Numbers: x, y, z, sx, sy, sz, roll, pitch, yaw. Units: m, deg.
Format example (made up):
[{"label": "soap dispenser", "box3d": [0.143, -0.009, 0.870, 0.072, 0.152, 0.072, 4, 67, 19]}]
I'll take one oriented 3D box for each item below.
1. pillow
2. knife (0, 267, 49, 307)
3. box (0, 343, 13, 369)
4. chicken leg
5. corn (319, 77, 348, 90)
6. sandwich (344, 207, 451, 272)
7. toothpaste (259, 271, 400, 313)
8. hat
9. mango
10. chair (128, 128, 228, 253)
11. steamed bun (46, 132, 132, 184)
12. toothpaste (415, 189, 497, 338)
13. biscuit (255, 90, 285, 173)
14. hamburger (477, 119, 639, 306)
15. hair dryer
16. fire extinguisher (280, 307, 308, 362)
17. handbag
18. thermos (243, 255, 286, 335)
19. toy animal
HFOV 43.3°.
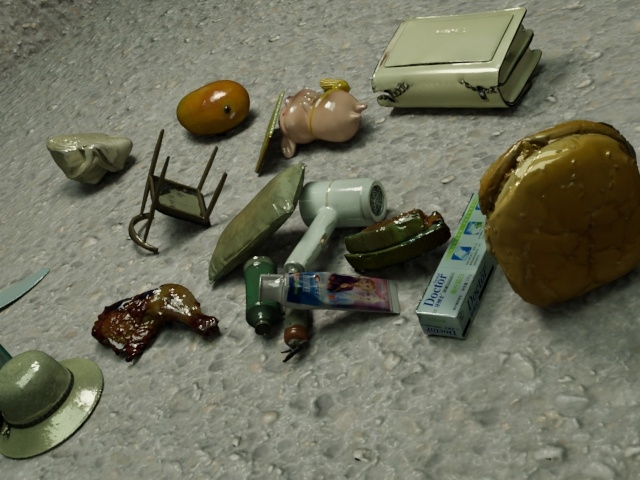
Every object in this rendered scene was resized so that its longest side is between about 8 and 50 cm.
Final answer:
[{"label": "pillow", "box3d": [-0.139, -0.041, 1.769, 0.302, 0.075, 0.185, -40, 23, 32]}, {"label": "knife", "box3d": [-0.846, 0.163, 2.069, 0.331, 0.044, 0.080, -28, 35, -9]}, {"label": "box", "box3d": [-0.774, 0.254, 1.722, 0.092, 0.245, 0.153, 3, 44, 36]}, {"label": "chicken leg", "box3d": [-0.355, 0.170, 1.724, 0.322, 0.083, 0.177, -18, 45, 14]}, {"label": "corn", "box3d": [0.038, -0.441, 2.284, 0.092, 0.037, 0.037, 9, 48, 40]}, {"label": "sandwich", "box3d": [0.156, -0.015, 1.584, 0.159, 0.079, 0.235, -39, 16, -31]}, {"label": "toothpaste", "box3d": [0.017, 0.098, 1.532, 0.266, 0.061, 0.096, 4, 39, -3]}, {"label": "hat", "box3d": [-0.587, 0.300, 1.646, 0.257, 0.130, 0.257, -17, 35, 13]}, {"label": "mango", "box3d": [-0.321, -0.381, 2.350, 0.254, 0.139, 0.175, -10, 26, 35]}, {"label": "chair", "box3d": [-0.358, -0.108, 2.015, 0.272, 0.166, 0.188, -62, 28, 24]}, {"label": "steamed bun", "box3d": [-0.677, -0.237, 2.386, 0.211, 0.144, 0.218, 13, 20, 32]}, {"label": "toothpaste", "box3d": [0.277, 0.036, 1.499, 0.081, 0.067, 0.337, 3, 45, 34]}, {"label": "biscuit", "box3d": [-0.133, -0.286, 2.127, 0.016, 0.139, 0.231, 19, 40, -8]}, {"label": "hamburger", "box3d": [0.409, -0.048, 1.330, 0.318, 0.319, 0.158, -27, 33, -1]}, {"label": "hair dryer", "box3d": [0.000, 0.000, 1.672, 0.173, 0.108, 0.357, -2, 39, 33]}, {"label": "fire extinguisher", "box3d": [-0.049, 0.160, 1.558, 0.062, 0.050, 0.177, -28, 32, 21]}, {"label": "handbag", "box3d": [0.331, -0.428, 1.985, 0.358, 0.160, 0.237, 7, 52, 39]}, {"label": "thermos", "box3d": [-0.117, 0.120, 1.642, 0.073, 0.083, 0.188, -38, 32, 22]}, {"label": "toy animal", "box3d": [0.005, -0.318, 2.060, 0.248, 0.149, 0.165, -4, 32, 39]}]
